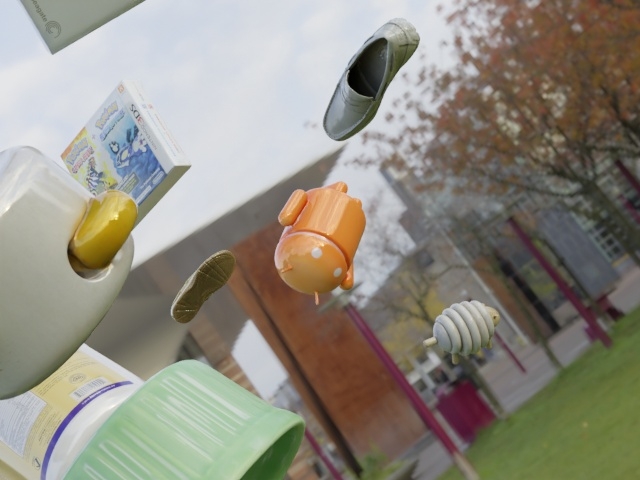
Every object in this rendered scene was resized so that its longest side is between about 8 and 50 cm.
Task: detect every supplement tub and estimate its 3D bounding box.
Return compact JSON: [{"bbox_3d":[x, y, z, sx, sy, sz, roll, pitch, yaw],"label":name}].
[{"bbox_3d":[-0.390,0.287,1.557,0.241,0.331,0.241,-20,-61,-41],"label":"supplement tub"}]

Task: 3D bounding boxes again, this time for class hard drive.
[{"bbox_3d":[-0.350,-0.493,1.647,0.353,0.047,0.233,-34,-53,-12],"label":"hard drive"}]

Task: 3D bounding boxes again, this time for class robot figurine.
[{"bbox_3d":[0.002,0.001,1.673,0.158,0.128,0.219,89,-161,-48],"label":"robot figurine"}]

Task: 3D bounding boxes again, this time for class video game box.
[{"bbox_3d":[-0.330,-0.135,1.686,0.205,0.187,0.048,-43,-22,29],"label":"video game box"}]

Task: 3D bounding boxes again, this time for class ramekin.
[{"bbox_3d":[-0.164,0.277,1.089,0.303,0.148,0.303,-51,-14,-18],"label":"ramekin"}]

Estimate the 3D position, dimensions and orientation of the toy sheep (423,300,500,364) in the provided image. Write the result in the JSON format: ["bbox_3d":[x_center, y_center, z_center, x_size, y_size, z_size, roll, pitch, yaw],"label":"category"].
[{"bbox_3d":[0.218,0.139,1.544,0.132,0.091,0.091,-25,-13,-18],"label":"toy sheep"}]

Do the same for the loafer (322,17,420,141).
[{"bbox_3d":[0.083,-0.318,2.041,0.111,0.112,0.319,-32,-19,-46],"label":"loafer"}]

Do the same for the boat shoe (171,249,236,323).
[{"bbox_3d":[-0.186,0.069,1.553,0.135,0.050,0.045,-48,17,-17],"label":"boat shoe"}]

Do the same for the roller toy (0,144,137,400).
[{"bbox_3d":[-0.257,0.028,0.847,0.209,0.146,0.191,-53,26,-14],"label":"roller toy"}]
